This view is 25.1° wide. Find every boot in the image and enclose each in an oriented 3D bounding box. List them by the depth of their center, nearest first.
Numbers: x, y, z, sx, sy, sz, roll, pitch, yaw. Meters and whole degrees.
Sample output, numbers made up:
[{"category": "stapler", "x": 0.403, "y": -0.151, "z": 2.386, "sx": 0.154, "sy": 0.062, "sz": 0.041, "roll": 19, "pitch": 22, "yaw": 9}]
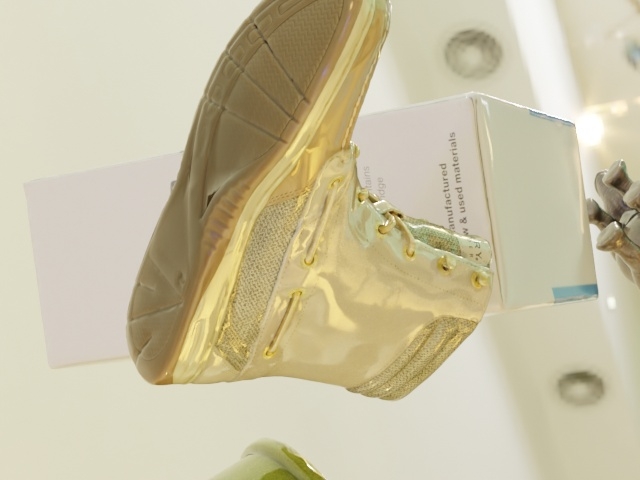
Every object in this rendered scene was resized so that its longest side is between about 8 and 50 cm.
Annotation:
[{"category": "boot", "x": 0.018, "y": -0.017, "z": 0.678, "sx": 0.165, "sy": 0.213, "sz": 0.077, "roll": 11, "pitch": -155, "yaw": -34}]

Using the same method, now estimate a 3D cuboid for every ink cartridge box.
[{"category": "ink cartridge box", "x": 0.000, "y": 0.000, "z": 0.940, "sx": 0.223, "sy": 0.307, "sz": 0.129, "roll": -2, "pitch": -96, "yaw": -65}]

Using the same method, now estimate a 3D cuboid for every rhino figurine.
[{"category": "rhino figurine", "x": 0.266, "y": -0.008, "z": 1.183, "sx": 0.106, "sy": 0.073, "sz": 0.243, "roll": 40, "pitch": -168, "yaw": -7}]

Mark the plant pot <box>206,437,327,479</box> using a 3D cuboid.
[{"category": "plant pot", "x": -0.114, "y": 0.377, "z": 0.989, "sx": 0.366, "sy": 0.353, "sz": 0.366, "roll": 53, "pitch": 157, "yaw": 33}]
